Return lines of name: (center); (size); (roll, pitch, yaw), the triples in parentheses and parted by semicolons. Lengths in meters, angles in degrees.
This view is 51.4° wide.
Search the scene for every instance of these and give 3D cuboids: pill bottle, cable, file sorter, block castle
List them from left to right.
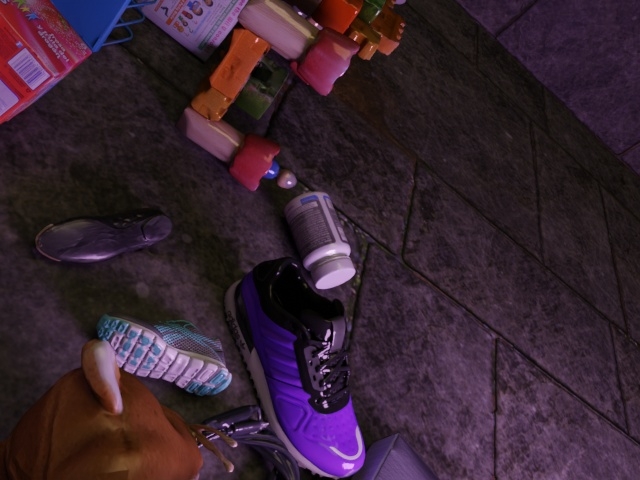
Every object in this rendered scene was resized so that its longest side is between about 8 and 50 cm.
file sorter: (-0.300, -0.386, 0.972); (0.118, 0.170, 0.104); (49, 35, -2)
cable: (-0.103, 0.269, 0.735); (0.184, 0.047, 0.151); (-8, 70, -51)
block castle: (-0.022, -0.313, 1.088); (0.212, 0.303, 0.453); (34, 40, -12)
pill bottle: (0.000, 0.000, 1.028); (0.078, 0.078, 0.137); (3, 58, -44)

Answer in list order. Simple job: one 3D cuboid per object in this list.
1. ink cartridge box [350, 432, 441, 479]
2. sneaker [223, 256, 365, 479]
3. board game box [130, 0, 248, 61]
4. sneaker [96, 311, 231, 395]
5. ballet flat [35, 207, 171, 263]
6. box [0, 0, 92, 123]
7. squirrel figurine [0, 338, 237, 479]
ink cartridge box: (0.120, 0.442, 0.792); (0.304, 0.072, 0.307); (49, 35, -2)
sneaker: (-0.012, 0.150, 0.834); (0.102, 0.146, 0.293); (-14, 70, -50)
board game box: (-0.236, -0.475, 1.066); (0.303, 0.224, 0.098); (38, 35, -17)
sneaker: (-0.180, 0.120, 0.773); (0.166, 0.065, 0.076); (33, 24, -27)
ballet flat: (-0.261, -0.005, 0.808); (0.173, 0.049, 0.058); (-12, 101, -45)
box: (-0.403, -0.266, 0.738); (0.257, 0.128, 0.123); (52, 19, -21)
squirrel figurine: (-0.177, 0.258, 0.472); (0.397, 0.281, 0.371); (12, 44, -50)
